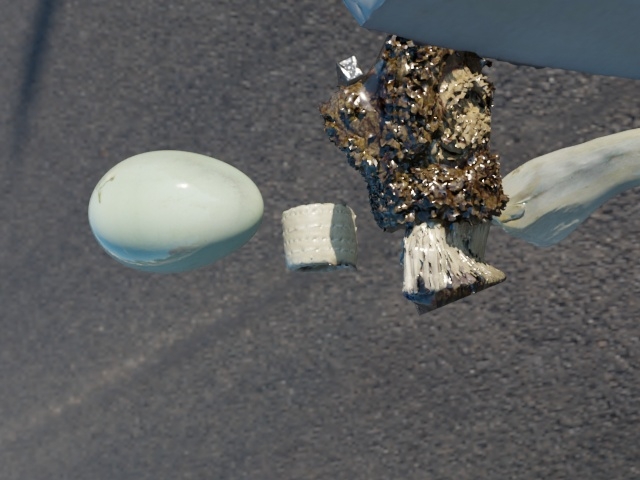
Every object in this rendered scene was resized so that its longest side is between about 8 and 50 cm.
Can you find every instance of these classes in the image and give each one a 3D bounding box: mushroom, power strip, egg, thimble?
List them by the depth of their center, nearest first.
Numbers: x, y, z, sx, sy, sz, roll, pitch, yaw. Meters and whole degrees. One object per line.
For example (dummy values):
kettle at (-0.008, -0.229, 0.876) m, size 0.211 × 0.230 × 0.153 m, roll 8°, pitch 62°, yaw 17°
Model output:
mushroom at (0.304, -0.064, 1.182) m, size 0.278 × 0.099 × 0.096 m, roll -20°, pitch 79°, yaw 12°
power strip at (0.041, -0.188, 1.342) m, size 0.111 × 0.029 × 0.038 m, roll 78°, pitch 166°, yaw -72°
thimble at (0.000, 0.000, 1.531) m, size 0.102 × 0.115 × 0.090 m, roll -16°, pitch 76°, yaw 47°
egg at (-0.214, -0.043, 1.605) m, size 0.264 × 0.183 × 0.183 m, roll -2°, pitch 89°, yaw 11°

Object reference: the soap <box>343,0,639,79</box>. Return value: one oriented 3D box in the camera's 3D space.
soap at (0.116, -0.247, 0.600) m, size 0.159 × 0.257 × 0.302 m, roll -47°, pitch 48°, yaw 51°

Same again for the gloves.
gloves at (0.108, -0.081, 1.090) m, size 0.135 × 0.210 × 0.313 m, roll -1°, pitch 92°, yaw 45°
